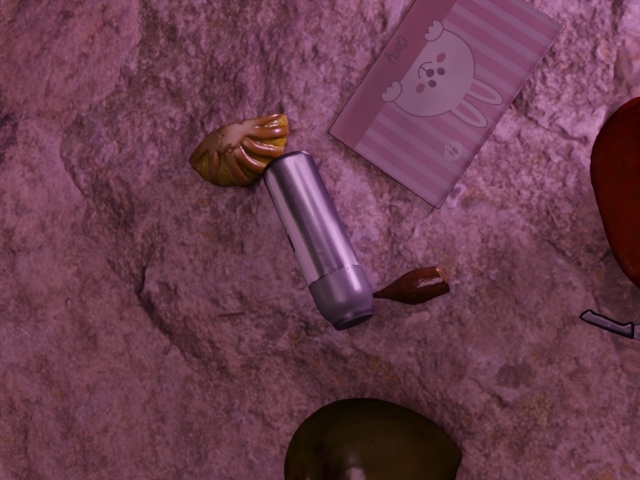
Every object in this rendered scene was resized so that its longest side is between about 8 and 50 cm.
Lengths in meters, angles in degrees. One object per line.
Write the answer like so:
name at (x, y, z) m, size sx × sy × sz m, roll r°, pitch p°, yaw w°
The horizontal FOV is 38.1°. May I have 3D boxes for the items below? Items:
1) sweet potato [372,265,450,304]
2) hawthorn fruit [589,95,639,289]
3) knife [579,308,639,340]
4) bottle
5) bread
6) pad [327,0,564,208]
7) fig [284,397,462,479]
sweet potato at (0.119, 0.063, 1.262) m, size 0.117 × 0.049 × 0.049 m, roll -14°, pitch 83°, yaw 20°
hawthorn fruit at (0.449, -0.034, 1.061) m, size 0.265 × 0.265 × 0.307 m, roll -8°, pitch 95°, yaw 17°
knife at (0.416, 0.121, 1.184) m, size 0.170 × 0.010 × 0.023 m, roll 20°, pitch 99°, yaw 16°
bottle at (0.000, 0.000, 1.284) m, size 0.080 × 0.096 × 0.253 m, roll -28°, pitch 74°, yaw 15°
bread at (-0.118, -0.123, 1.336) m, size 0.157 × 0.083 × 0.094 m, roll -10°, pitch 96°, yaw 16°
pad at (0.168, -0.221, 1.283) m, size 0.202 × 0.005 × 0.299 m, roll 37°, pitch 98°, yaw 16°
fig at (0.073, 0.304, 1.205) m, size 0.225 × 0.203 × 0.202 m, roll -2°, pitch 85°, yaw -22°
